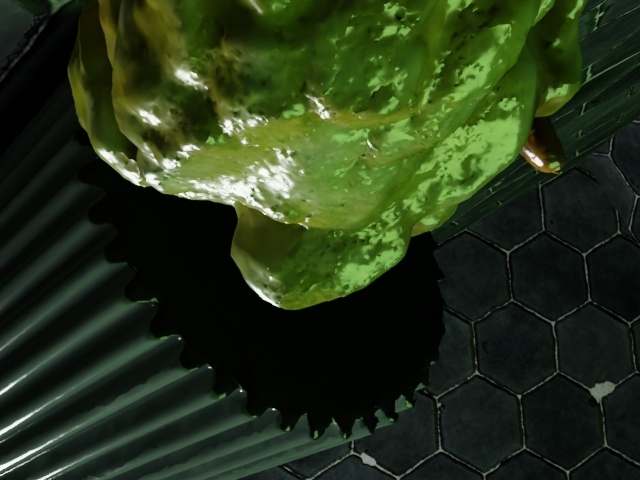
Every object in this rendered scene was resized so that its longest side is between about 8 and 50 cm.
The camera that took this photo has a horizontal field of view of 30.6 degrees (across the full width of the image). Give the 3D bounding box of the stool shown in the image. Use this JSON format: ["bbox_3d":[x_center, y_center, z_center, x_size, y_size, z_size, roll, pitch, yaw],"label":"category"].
[{"bbox_3d":[-0.131,0.045,0.816,0.330,0.297,0.297,-32,174,38],"label":"stool"}]

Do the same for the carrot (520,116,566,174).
[{"bbox_3d":[0.125,-0.136,0.899,0.061,0.209,0.061,-32,168,-8],"label":"carrot"}]

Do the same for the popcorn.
[{"bbox_3d":[-0.005,-0.108,0.479,0.235,0.241,0.250,-31,170,14],"label":"popcorn"}]
